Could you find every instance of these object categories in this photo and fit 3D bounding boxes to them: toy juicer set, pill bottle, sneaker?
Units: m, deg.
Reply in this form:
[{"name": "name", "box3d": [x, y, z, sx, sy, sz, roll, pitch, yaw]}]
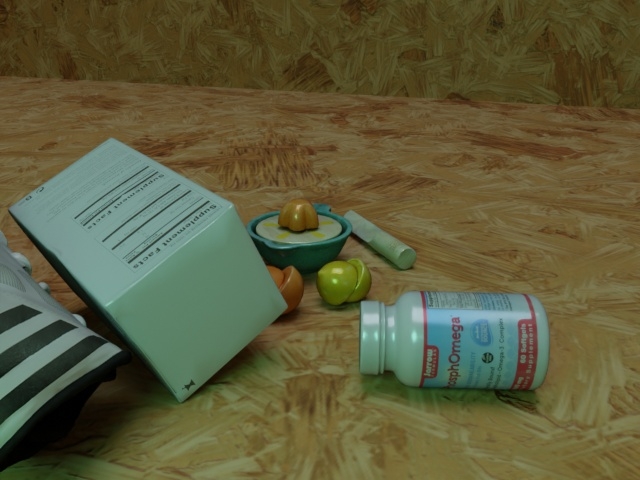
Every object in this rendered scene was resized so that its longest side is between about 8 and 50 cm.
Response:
[{"name": "toy juicer set", "box3d": [0.000, 0.000, 0.838, 0.329, 0.089, 0.209, -18, 28, -41]}, {"name": "pill bottle", "box3d": [0.115, 0.089, 0.609, 0.160, 0.087, 0.087, 1, 21, 2]}, {"name": "sneaker", "box3d": [-0.308, 0.046, 0.560, 0.169, 0.257, 0.447, -45, 30, -3]}]

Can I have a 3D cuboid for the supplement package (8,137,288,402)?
[{"name": "supplement package", "box3d": [-0.170, 0.017, 0.655, 0.134, 0.139, 0.244, -41, 42, -20]}]
